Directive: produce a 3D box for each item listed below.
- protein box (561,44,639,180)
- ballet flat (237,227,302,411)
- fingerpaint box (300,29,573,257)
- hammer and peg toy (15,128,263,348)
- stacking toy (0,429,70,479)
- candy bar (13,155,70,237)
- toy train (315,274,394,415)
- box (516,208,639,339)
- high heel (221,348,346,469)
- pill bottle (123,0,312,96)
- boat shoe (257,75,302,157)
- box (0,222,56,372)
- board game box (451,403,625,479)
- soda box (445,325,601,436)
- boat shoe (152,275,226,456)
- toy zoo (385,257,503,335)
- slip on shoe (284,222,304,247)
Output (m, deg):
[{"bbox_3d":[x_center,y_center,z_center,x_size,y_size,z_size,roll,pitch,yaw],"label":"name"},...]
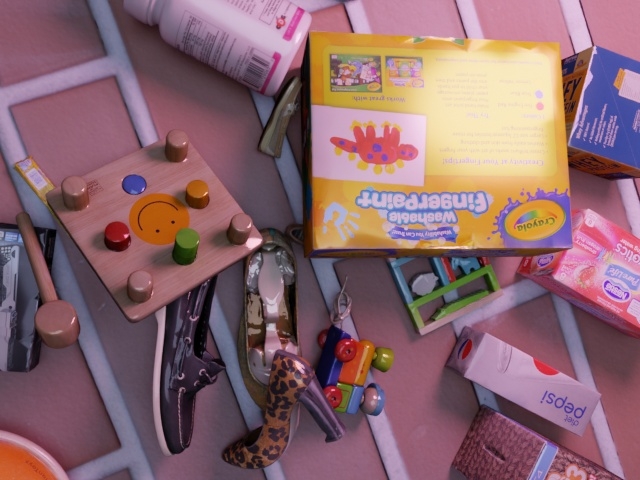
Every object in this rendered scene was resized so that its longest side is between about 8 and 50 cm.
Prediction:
[{"bbox_3d":[0.556,-0.242,1.177,0.201,0.136,0.199,15,89,-11],"label":"protein box"},{"bbox_3d":[-0.088,0.151,1.071,0.123,0.123,0.348,-2,92,-11],"label":"ballet flat"},{"bbox_3d":[0.192,-0.156,1.067,0.445,0.163,0.370,-1,83,-8],"label":"fingerpaint box"},{"bbox_3d":[-0.306,-0.012,0.943,0.361,0.127,0.266,-31,77,-27],"label":"hammer and peg toy"},{"bbox_3d":[-0.546,0.487,0.802,0.351,0.480,0.350,0,91,-11],"label":"stacking toy"},{"bbox_3d":[-0.467,-0.077,1.038,0.040,0.018,0.161,-39,98,-11],"label":"candy bar"},{"bbox_3d":[0.075,0.203,1.117,0.144,0.105,0.247,18,88,-21],"label":"toy train"},{"bbox_3d":[0.570,0.073,1.185,0.300,0.142,0.154,28,86,-10],"label":"box"},{"bbox_3d":[-0.104,0.295,1.052,0.261,0.093,0.186,-25,103,23],"label":"high heel"},{"bbox_3d":[-0.172,-0.378,1.017,0.283,0.160,0.160,27,86,-11],"label":"pill bottle"},{"bbox_3d":[-0.064,-0.221,1.077,0.048,0.056,0.153,22,112,-15],"label":"boat shoe"},{"bbox_3d":[-0.616,0.080,0.982,0.308,0.076,0.242,8,89,-12],"label":"box"},{"bbox_3d":[0.441,0.460,1.124,0.291,0.232,0.141,29,85,-11],"label":"board game box"},{"bbox_3d":[0.399,0.276,1.182,0.286,0.091,0.098,29,85,-11],"label":"soda box"},{"bbox_3d":[-0.220,0.201,1.040,0.113,0.127,0.339,0,82,0],"label":"boat shoe"},{"bbox_3d":[0.219,0.013,1.170,0.192,0.030,0.293,-24,96,-10],"label":"toy zoo"},{"bbox_3d":[0.000,0.000,1.121,0.135,0.041,0.051,21,87,-11],"label":"slip on shoe"}]
